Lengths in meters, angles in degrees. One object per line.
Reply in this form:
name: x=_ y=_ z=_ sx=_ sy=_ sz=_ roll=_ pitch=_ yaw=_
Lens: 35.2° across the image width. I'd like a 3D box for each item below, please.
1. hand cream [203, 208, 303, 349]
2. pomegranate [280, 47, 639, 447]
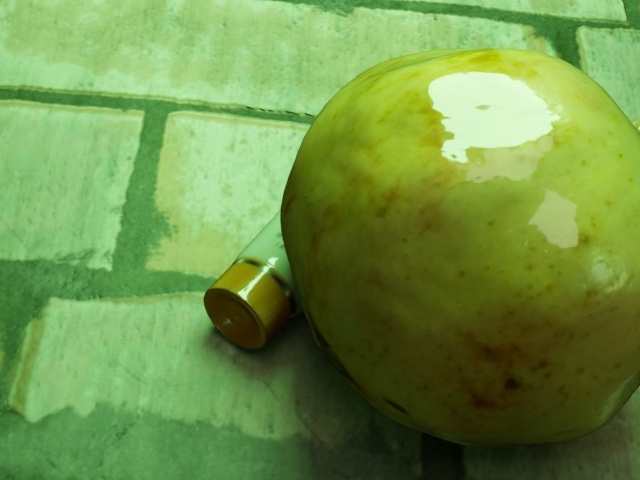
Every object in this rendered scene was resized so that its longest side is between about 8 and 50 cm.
hand cream: x=0.000 y=0.000 z=1.155 sx=0.140 sy=0.089 sz=0.314 roll=31 pitch=49 yaw=13
pomegranate: x=0.170 y=-0.001 z=0.980 sx=0.412 sy=0.411 sz=0.411 roll=3 pitch=54 yaw=-4
